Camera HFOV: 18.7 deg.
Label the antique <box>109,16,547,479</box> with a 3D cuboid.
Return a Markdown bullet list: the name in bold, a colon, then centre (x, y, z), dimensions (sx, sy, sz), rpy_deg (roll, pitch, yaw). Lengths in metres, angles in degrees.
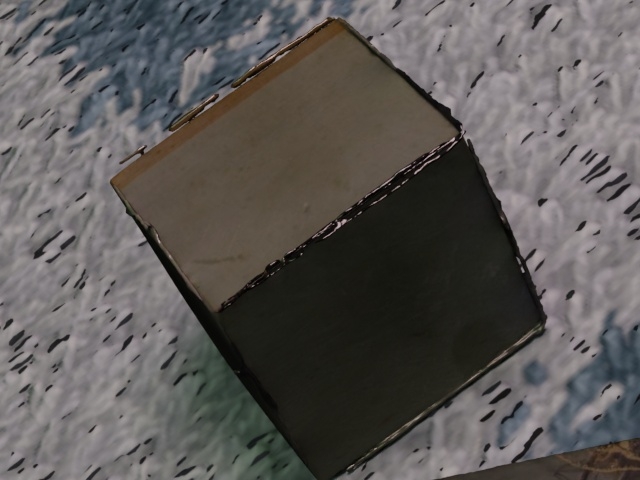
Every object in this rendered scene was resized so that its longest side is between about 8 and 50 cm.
- **antique**: centre (0.000, 0.000, 0.944), dimensions (0.146, 0.152, 0.148), rpy_deg (-34, 44, -6)

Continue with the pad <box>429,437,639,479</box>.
- **pad**: centre (0.110, 0.192, 0.829), dimensions (0.367, 0.007, 0.248), rpy_deg (-13, 48, 15)
